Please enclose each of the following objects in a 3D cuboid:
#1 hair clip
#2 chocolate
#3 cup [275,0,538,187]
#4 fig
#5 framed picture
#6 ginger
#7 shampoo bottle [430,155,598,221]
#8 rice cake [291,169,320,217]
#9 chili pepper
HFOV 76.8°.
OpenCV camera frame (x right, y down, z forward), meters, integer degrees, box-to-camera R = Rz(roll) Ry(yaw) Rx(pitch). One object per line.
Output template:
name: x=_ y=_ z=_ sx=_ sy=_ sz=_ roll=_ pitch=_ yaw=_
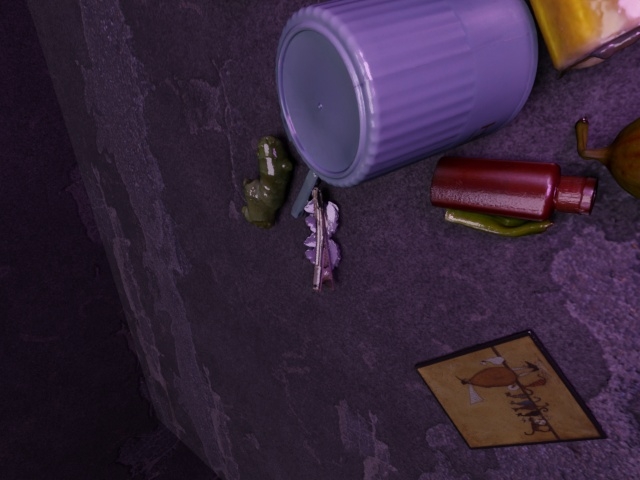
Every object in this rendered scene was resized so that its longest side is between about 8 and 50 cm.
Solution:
hair clip: x=0.000 y=0.000 z=1.071 sx=0.106 sy=0.084 sz=0.293 roll=11 pitch=113 yaw=33
chocolate: x=0.299 y=-0.443 z=0.499 sx=0.162 sy=0.162 sz=0.446 roll=-21 pitch=95 yaw=47
cup: x=0.098 y=-0.258 z=0.638 sx=0.331 sy=0.310 sz=0.257 roll=40 pitch=145 yaw=41
fig: x=0.450 y=-0.118 z=0.539 sx=0.186 sy=0.142 sz=0.148 roll=3 pitch=87 yaw=28
framed picture: x=0.404 y=0.357 z=0.924 sx=0.256 sy=0.014 sz=0.338 roll=56 pitch=137 yaw=5
ginger: x=-0.156 y=-0.154 z=1.128 sx=0.137 sy=0.089 sz=0.290 roll=52 pitch=138 yaw=21
shampoo bottle: x=0.330 y=-0.092 z=0.712 sx=0.260 sy=0.064 sz=0.102 roll=14 pitch=88 yaw=38
rice cake: x=-0.034 y=-0.125 z=1.068 sx=0.042 sy=0.030 sz=0.180 roll=40 pitch=135 yaw=11
chili pepper: x=0.330 y=-0.035 z=0.760 sx=0.201 sy=0.051 sz=0.050 roll=15 pitch=121 yaw=38
